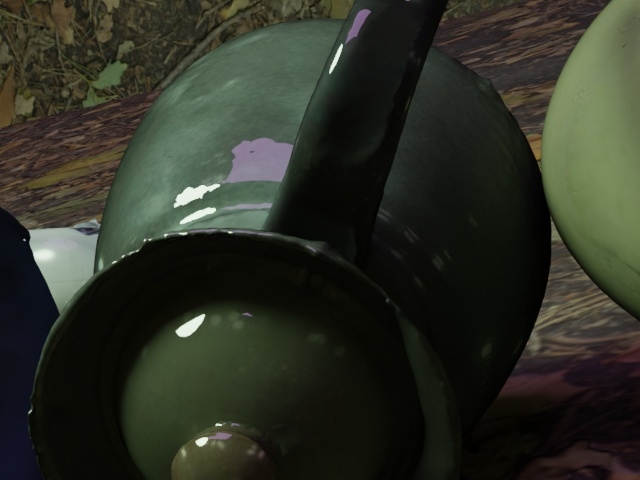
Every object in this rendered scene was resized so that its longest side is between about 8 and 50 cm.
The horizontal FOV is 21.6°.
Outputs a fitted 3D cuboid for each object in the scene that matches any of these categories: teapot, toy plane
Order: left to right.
[{"bbox_3d":[-0.237,0.044,1.269,0.244,0.117,0.245,-4,-2,0],"label":"toy plane"},{"bbox_3d":[0.013,0.019,0.735,0.305,0.223,0.285,-39,12,25],"label":"teapot"}]

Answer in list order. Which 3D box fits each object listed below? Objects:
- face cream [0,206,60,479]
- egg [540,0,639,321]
[{"bbox_3d":[-0.273,0.083,0.811,0.225,0.249,0.249,2,21,42],"label":"face cream"},{"bbox_3d":[0.231,-0.045,0.742,0.269,0.219,0.219,-15,11,33],"label":"egg"}]
